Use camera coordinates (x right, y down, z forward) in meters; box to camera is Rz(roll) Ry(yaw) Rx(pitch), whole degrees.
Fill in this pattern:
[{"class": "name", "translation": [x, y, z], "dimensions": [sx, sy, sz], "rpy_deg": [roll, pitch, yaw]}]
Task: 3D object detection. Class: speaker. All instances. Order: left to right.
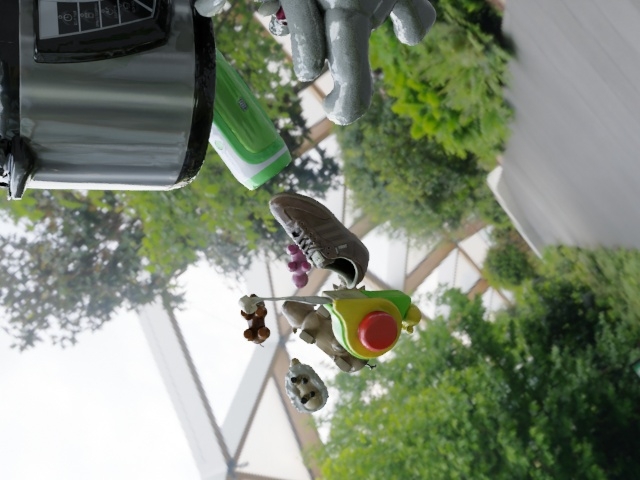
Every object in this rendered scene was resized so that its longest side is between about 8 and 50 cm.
[{"class": "speaker", "translation": [-0.186, -0.251, 1.403], "dimensions": [0.296, 0.131, 0.131], "rpy_deg": [54, -169, -12]}]

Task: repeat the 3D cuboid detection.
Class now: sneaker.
[{"class": "sneaker", "translation": [0.000, 0.000, 1.044], "dimensions": [0.188, 0.066, 0.071], "rpy_deg": [34, -136, -20]}]

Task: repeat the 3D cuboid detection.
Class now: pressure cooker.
[{"class": "pressure cooker", "translation": [-0.402, -0.253, 1.086], "dimensions": [0.420, 0.375, 0.370], "rpy_deg": [-1, -166, -25]}]

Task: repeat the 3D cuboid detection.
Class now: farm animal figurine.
[{"class": "farm animal figurine", "translation": [0.003, 0.161, 1.535], "dimensions": [0.327, 0.330, 0.172], "rpy_deg": [53, 176, 9]}]

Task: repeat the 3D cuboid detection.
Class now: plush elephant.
[{"class": "plush elephant", "translation": [-0.027, -0.364, 1.000], "dimensions": [0.255, 0.272, 0.330], "rpy_deg": [17, 153, 33]}]

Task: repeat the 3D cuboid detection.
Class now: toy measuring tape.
[{"class": "toy measuring tape", "translation": [0.023, 0.145, 1.184], "dimensions": [0.330, 0.121, 0.121], "rpy_deg": [0, -142, -22]}]
